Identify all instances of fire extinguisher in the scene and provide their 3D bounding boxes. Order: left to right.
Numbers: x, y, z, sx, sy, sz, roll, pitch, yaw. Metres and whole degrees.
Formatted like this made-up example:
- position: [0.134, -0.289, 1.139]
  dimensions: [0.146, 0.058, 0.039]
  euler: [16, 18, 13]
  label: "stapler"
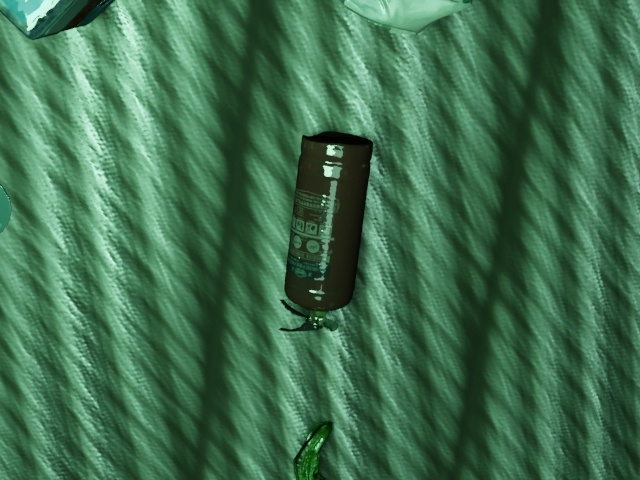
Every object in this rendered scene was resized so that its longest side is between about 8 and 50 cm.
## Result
- position: [0.000, 0.000, 1.641]
  dimensions: [0.135, 0.114, 0.337]
  euler: [18, 108, 37]
  label: "fire extinguisher"

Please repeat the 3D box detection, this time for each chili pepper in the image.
- position: [-0.008, 0.401, 1.782]
  dimensions: [0.073, 0.050, 0.182]
  euler: [-4, 103, 7]
  label: "chili pepper"

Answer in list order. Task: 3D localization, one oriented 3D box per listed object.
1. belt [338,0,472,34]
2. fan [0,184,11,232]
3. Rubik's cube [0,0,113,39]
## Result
- position: [0.154, -0.513, 1.463]
  dimensions: [0.300, 0.173, 0.436]
  euler: [19, 105, -9]
  label: "belt"
- position: [-0.587, -0.050, 1.664]
  dimensions: [0.175, 0.005, 0.113]
  euler: [-6, 106, 1]
  label: "fan"
- position: [-0.344, -0.507, 1.358]
  dimensions: [0.363, 0.359, 0.362]
  euler: [-39, 98, 12]
  label: "Rubik's cube"
